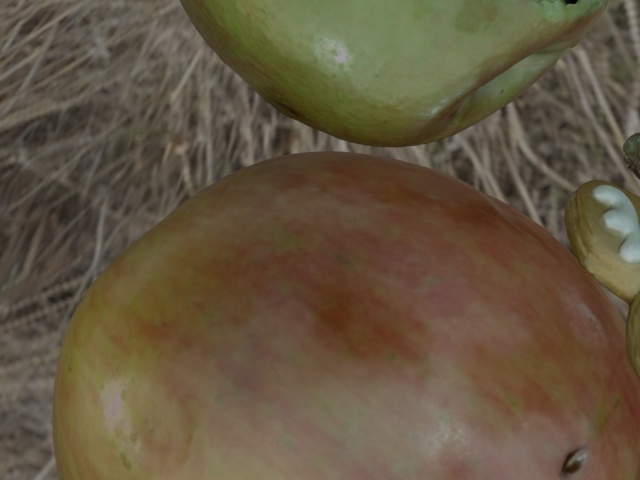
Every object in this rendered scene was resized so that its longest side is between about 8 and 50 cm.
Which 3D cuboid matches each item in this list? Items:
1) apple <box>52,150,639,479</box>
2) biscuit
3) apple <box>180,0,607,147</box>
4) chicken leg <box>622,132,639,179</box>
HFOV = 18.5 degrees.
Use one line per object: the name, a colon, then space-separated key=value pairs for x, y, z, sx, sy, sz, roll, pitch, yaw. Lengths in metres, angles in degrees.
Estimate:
apple: x=0.010 y=0.124 z=1.281 sx=0.346 sy=0.391 sz=0.391 roll=38 pitch=100 yaw=7
biscuit: x=0.240 y=0.017 z=1.064 sx=0.035 sy=0.240 sz=0.158 roll=-49 pitch=60 yaw=44
apple: x=0.021 y=-0.136 z=0.946 sx=0.174 sy=0.207 sz=0.188 roll=-26 pitch=73 yaw=-8
chicken leg: x=0.318 y=-0.186 z=1.558 sx=0.140 sy=0.211 sz=0.361 roll=-10 pitch=116 yaw=-4
